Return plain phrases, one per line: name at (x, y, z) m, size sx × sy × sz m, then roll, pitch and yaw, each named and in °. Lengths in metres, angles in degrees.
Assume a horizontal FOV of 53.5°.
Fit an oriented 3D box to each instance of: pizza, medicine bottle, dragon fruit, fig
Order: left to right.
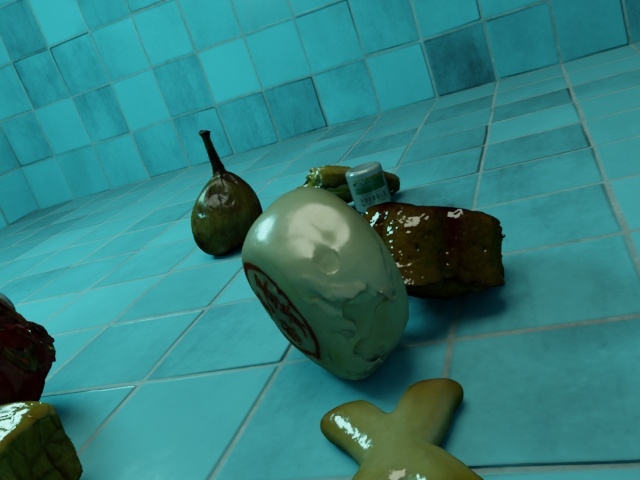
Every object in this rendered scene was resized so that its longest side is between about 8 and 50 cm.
dragon fruit at (-0.563, 0.192, 0.941) m, size 0.301 × 0.296 × 0.295 m, roll -40°, pitch 26°, yaw -30°
fig at (-0.225, -0.106, 1.529) m, size 0.190 × 0.291 × 0.191 m, roll 5°, pitch 28°, yaw -3°
pizza at (0.062, -0.126, 1.525) m, size 0.251 × 0.074 × 0.287 m, roll -2°, pitch -8°, yaw -17°
medicine bottle at (0.108, -0.096, 1.361) m, size 0.080 × 0.131 × 0.080 m, roll -18°, pitch 16°, yaw 5°

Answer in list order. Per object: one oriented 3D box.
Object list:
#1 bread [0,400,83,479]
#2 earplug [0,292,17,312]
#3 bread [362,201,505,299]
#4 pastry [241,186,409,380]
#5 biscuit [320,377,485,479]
bread at (-0.384, 0.280, 0.736) m, size 0.158 × 0.149 × 0.143 m, roll -10°, pitch 21°, yaw 8°
earplug at (-0.741, 0.181, 1.400) m, size 0.172 × 0.173 × 0.301 m, roll -25°, pitch 12°, yaw -19°
bread at (0.160, 0.015, 0.938) m, size 0.231 × 0.135 × 0.246 m, roll 4°, pitch 4°, yaw -16°
pastry at (0.005, 0.059, 0.815) m, size 0.133 × 0.265 × 0.264 m, roll -39°, pitch 24°, yaw -22°
biscuit at (0.077, 0.210, 0.618) m, size 0.164 × 0.047 × 0.208 m, roll -16°, pitch 17°, yaw 5°
